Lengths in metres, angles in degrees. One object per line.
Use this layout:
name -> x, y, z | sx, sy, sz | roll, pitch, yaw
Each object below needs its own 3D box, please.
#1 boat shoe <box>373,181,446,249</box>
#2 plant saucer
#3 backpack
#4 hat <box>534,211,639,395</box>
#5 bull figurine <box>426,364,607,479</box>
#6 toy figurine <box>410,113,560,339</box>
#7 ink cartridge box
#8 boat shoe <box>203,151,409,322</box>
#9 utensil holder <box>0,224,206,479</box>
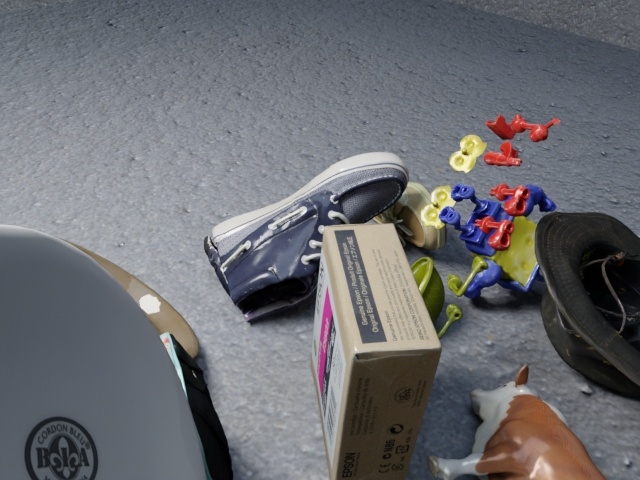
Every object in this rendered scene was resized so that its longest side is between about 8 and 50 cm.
boat shoe -> 0.119, -0.059, 1.017 | 0.089, 0.105, 0.285 | -17, 31, -18
plant saucer -> -0.277, 0.078, 0.714 | 0.277, 0.041, 0.278 | 34, 2, -1
backpack -> -0.168, 0.195, 0.572 | 0.144, 0.189, 0.166 | -10, 40, -18
hat -> 0.388, 0.115, 0.750 | 0.331, 0.134, 0.332 | 17, 41, -15
bull figurine -> 0.225, 0.266, 0.587 | 0.188, 0.101, 0.310 | -17, 39, -19
toy figurine -> 0.269, 0.026, 0.829 | 0.217, 0.363, 0.191 | 32, -9, -23
ink cartridge box -> 0.047, 0.129, 0.638 | 0.088, 0.235, 0.193 | -2, 37, -9
boat shoe -> 0.000, 0.000, 0.861 | 0.340, 0.127, 0.158 | -27, 47, 1
utensil holder -> -0.305, 0.192, 0.344 | 0.385, 0.328, 0.328 | -21, 37, 9
